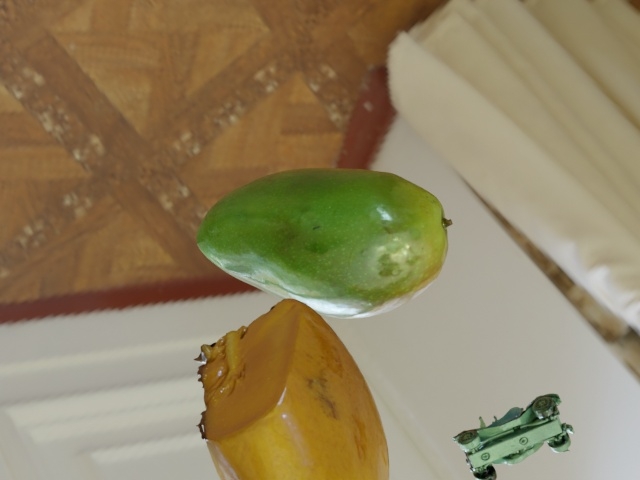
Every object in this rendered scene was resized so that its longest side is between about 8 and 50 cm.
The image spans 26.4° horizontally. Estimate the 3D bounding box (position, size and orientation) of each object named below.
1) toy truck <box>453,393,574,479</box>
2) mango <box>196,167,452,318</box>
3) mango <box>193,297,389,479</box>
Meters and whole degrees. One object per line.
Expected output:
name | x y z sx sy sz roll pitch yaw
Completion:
toy truck | 0.261 0.262 1.857 0.154 0.078 0.080 -25 114 3
mango | 0.000 0.000 1.984 0.382 0.225 0.201 4 157 19
mango | -0.019 0.155 1.088 0.126 0.252 0.154 -36 133 14
